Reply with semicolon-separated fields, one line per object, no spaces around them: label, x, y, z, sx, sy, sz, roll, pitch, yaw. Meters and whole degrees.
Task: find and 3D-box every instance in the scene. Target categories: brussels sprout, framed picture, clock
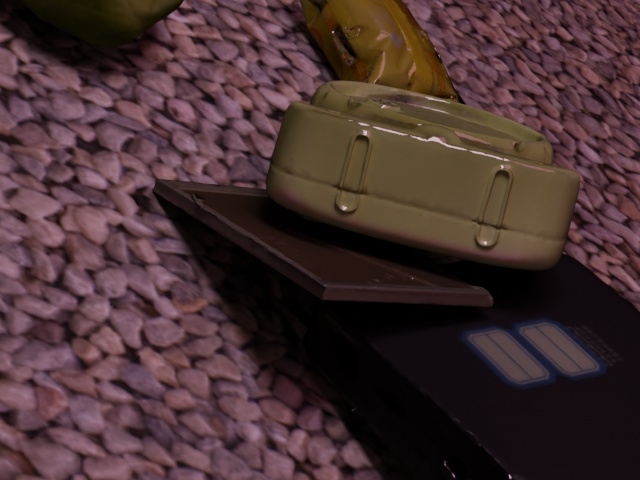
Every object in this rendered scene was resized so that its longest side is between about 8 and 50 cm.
brussels sprout;-0.224;-0.290;1.786;0.223;0.161;0.223;18;42;-17
framed picture;0.000;0.000;1.654;0.209;0.019;0.281;5;17;-38
clock;0.101;-0.076;1.769;0.286;0.117;0.348;14;12;0

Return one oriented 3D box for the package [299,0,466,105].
package;0.068;-0.216;2.035;0.168;0.090;0.226;7;46;-43

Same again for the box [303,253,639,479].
box;0.202;0.135;1.634;0.350;0.091;0.359;-10;40;-38
